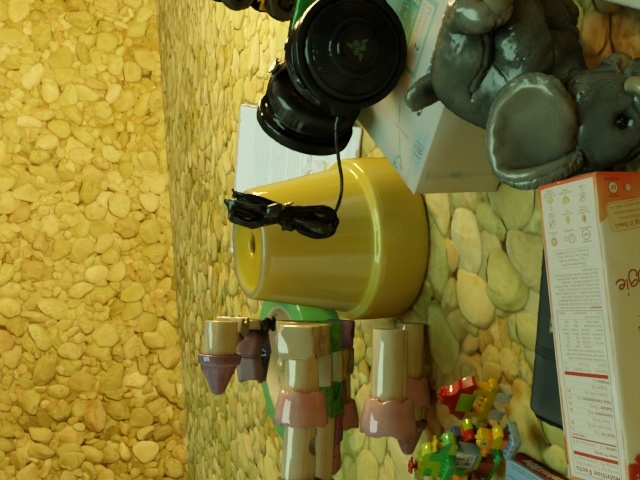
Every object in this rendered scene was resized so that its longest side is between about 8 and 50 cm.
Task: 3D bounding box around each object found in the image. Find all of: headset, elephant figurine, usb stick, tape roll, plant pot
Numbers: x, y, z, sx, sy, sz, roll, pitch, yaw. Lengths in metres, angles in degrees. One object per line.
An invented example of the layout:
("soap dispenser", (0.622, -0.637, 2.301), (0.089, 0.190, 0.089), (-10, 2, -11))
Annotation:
("headset", (-0.019, -0.192, 0.817), (0.243, 0.185, 0.394), (135, 138, -63))
("elephant figurine", (0.210, -0.118, 0.590), (0.239, 0.169, 0.186), (57, 174, 16))
("usb stick", (0.256, 0.058, 0.695), (0.077, 0.045, 0.278), (-158, 68, -63))
("tape roll", (-0.044, 0.248, 1.387), (0.321, 0.077, 0.321), (178, 90, -66))
("plant pot", (0.000, 0.000, 1.048), (0.254, 0.239, 0.254), (177, 90, -68))

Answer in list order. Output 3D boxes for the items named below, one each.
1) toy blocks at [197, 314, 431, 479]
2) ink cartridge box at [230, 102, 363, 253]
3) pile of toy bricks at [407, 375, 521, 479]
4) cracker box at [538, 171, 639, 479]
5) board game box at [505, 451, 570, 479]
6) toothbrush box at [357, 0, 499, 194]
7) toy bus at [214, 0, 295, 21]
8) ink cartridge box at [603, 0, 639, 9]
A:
("toy blocks", (-0.014, 0.239, 0.919), (0.288, 0.308, 0.260), (17, -106, -75))
("ink cartridge box", (-0.041, -0.091, 1.280), (0.261, 0.066, 0.296), (15, 109, 25))
("pile of toy bricks", (0.159, 0.270, 0.830), (0.118, 0.105, 0.212), (-87, 6, -55))
("cracker box", (0.264, 0.064, 0.537), (0.067, 0.155, 0.232), (167, 99, -66))
("board game box", (0.283, 0.337, 0.686), (0.281, 0.027, 0.145), (-165, 75, -66))
("toothbrush box", (0.134, -0.226, 0.851), (0.295, 0.126, 0.216), (-119, 33, -44))
("toy bus", (-0.116, -0.540, 1.299), (0.149, 0.220, 0.212), (48, 129, 52))
("ink cartridge box", (0.265, -0.347, 0.612), (0.275, 0.060, 0.239), (-129, 41, -54))
